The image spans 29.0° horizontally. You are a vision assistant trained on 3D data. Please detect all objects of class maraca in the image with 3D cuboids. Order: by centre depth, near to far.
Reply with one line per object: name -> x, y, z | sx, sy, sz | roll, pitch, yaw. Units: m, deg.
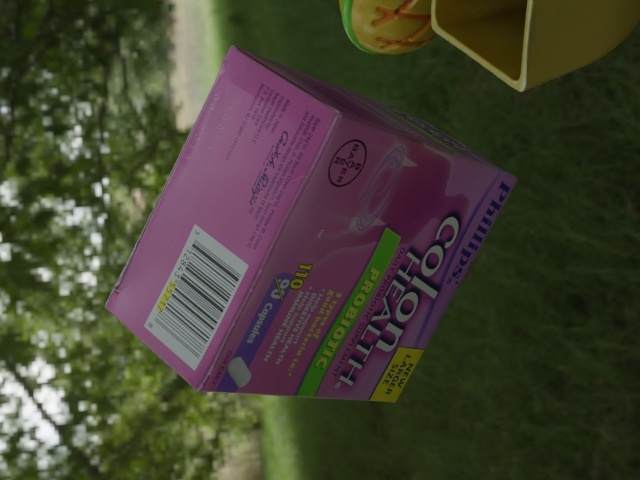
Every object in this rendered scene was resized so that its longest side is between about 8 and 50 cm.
maraca -> 0.069, -0.242, 1.117 | 0.099, 0.127, 0.186 | 44, 164, 30

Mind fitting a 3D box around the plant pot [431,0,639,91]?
plant pot -> 0.108, -0.127, 0.569 | 0.081, 0.083, 0.081 | 48, 146, 48

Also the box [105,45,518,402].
box -> 0.000, 0.000, 0.929 | 0.117, 0.243, 0.213 | 36, 104, 35
